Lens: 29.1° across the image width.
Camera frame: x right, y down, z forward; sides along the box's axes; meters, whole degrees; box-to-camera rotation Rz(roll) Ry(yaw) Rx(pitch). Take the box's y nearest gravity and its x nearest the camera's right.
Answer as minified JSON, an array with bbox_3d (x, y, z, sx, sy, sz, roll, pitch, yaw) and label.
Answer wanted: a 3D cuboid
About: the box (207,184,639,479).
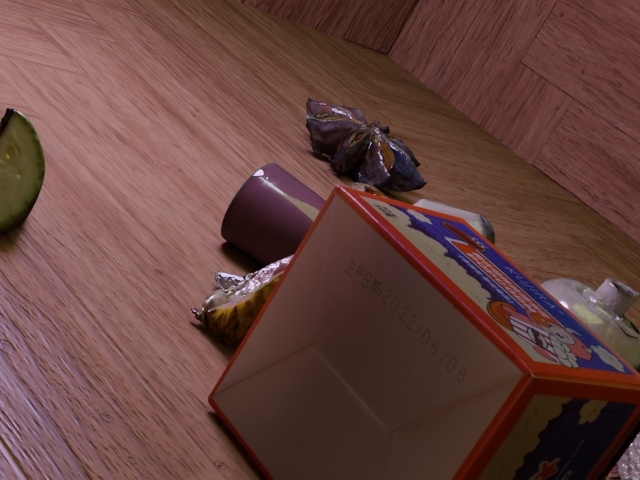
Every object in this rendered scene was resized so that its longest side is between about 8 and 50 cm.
[{"bbox_3d":[0.116,0.174,1.378,0.257,0.318,0.349,14,23,-46],"label":"box"}]

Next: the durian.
[{"bbox_3d":[0.010,0.093,1.675,0.305,0.185,0.195,-28,88,-45],"label":"durian"}]

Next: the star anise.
[{"bbox_3d":[0.091,-0.204,2.736,0.332,0.117,0.331,28,26,-15],"label":"star anise"}]

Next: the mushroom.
[{"bbox_3d":[0.496,0.156,2.257,0.246,0.202,0.246,38,15,-12],"label":"mushroom"}]

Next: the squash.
[{"bbox_3d":[-0.429,-0.064,1.650,0.093,0.169,0.252,29,-16,-15],"label":"squash"}]

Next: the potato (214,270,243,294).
[{"bbox_3d":[-0.109,0.076,1.770,0.093,0.036,0.037,13,55,2],"label":"potato"}]

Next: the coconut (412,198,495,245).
[{"bbox_3d":[0.184,0.038,1.995,0.202,0.222,0.202,45,24,-25],"label":"coconut"}]

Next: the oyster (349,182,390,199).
[{"bbox_3d":[0.138,0.005,2.262,0.271,0.100,0.275,46,13,0],"label":"oyster"}]

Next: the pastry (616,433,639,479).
[{"bbox_3d":[0.514,0.342,1.964,0.121,0.089,0.258,38,19,-10],"label":"pastry"}]

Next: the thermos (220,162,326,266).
[{"bbox_3d":[0.000,0.000,1.916,0.265,0.176,0.146,34,-18,16],"label":"thermos"}]
